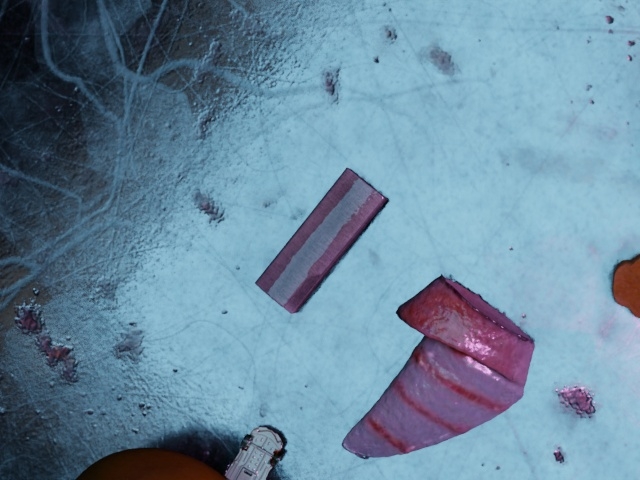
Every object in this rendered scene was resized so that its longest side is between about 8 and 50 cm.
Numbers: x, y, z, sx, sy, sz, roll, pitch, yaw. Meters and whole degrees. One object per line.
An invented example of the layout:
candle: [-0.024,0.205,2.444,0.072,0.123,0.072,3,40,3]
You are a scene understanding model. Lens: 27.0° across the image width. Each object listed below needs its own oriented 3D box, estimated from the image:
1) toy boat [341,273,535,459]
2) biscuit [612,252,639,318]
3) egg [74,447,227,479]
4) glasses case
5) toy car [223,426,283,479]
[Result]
toy boat: [0.147,0.200,1.787,0.206,0.096,0.282,36,103,-6]
biscuit: [0.497,0.068,1.720,0.236,0.040,0.144,8,115,24]
egg: [-0.201,0.438,1.726,0.282,0.282,0.351,-29,91,7]
glasses case: [0.000,0.000,1.825,0.071,0.047,0.205,40,94,7]
toy car: [-0.097,0.315,1.838,0.059,0.035,0.122,28,84,9]
